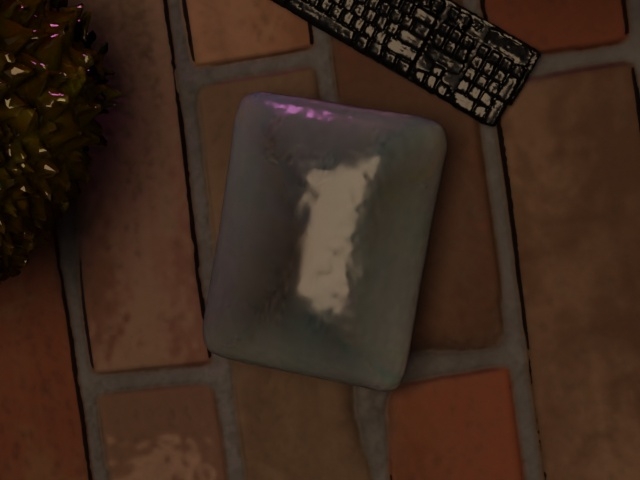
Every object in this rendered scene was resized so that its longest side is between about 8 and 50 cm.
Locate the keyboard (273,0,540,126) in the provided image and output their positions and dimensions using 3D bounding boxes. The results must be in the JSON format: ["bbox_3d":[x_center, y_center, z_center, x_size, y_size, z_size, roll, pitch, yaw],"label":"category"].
[{"bbox_3d":[0.043,-0.144,0.841,0.196,0.018,0.060,32,102,13],"label":"keyboard"}]

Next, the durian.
[{"bbox_3d":[-0.271,-0.079,0.828,0.293,0.258,0.258,-3,91,25],"label":"durian"}]

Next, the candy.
[{"bbox_3d":[0.000,0.000,0.828,0.138,0.071,0.174,11,95,15],"label":"candy"}]
